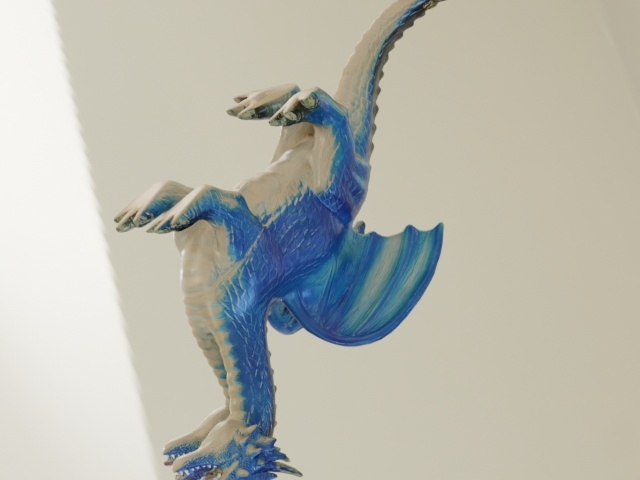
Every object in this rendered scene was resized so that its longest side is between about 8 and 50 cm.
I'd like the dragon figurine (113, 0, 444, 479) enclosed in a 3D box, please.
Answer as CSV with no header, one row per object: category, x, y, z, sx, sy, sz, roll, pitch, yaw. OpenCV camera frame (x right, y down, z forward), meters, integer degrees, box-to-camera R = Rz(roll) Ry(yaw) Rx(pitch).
dragon figurine,0.000,0.000,0.829,0.289,0.085,0.144,-47,-67,-21
